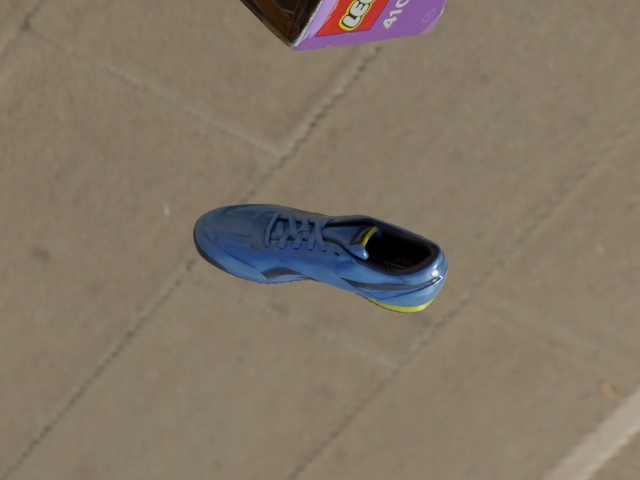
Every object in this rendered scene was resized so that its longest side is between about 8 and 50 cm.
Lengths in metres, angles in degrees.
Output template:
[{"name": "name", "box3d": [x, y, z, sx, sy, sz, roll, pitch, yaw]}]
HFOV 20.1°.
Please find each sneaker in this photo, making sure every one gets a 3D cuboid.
[{"name": "sneaker", "box3d": [0.000, 0.000, 1.452, 0.209, 0.069, 0.082, 13, 154, 5]}]

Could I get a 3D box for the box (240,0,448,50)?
[{"name": "box", "box3d": [-0.039, -0.211, 0.391, 0.057, 0.293, 0.201, -16, 145, -51]}]
